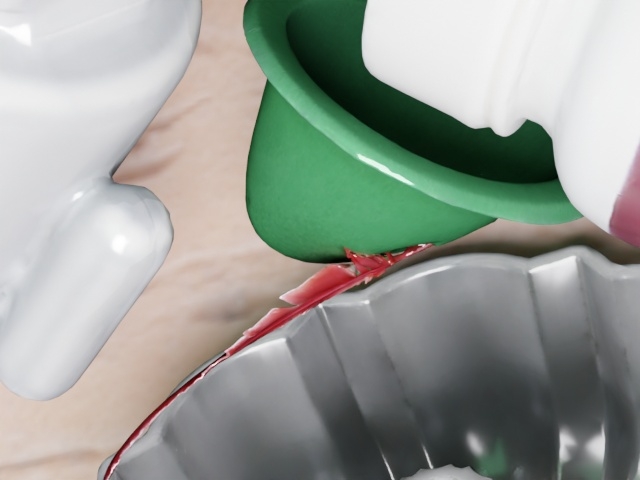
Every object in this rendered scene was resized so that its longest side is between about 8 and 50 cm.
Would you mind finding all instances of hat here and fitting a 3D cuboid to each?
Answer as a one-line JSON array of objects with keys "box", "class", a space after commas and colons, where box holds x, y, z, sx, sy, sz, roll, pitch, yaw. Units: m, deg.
[{"box": [0.000, 0.000, 0.876, 0.183, 0.208, 0.173, -60, 40, 28], "class": "hat"}]

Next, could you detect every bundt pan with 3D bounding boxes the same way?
[{"box": [0.061, 0.153, 0.778, 0.331, 0.331, 0.124, -11, 125, 14], "class": "bundt pan"}]

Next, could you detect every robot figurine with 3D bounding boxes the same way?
[{"box": [-0.186, -0.071, 0.852, 0.300, 0.200, 0.353, 52, 134, 13], "class": "robot figurine"}]

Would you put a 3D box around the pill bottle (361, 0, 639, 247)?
[{"box": [0.231, -0.070, 0.751, 0.392, 0.224, 0.224, 26, 93, 10], "class": "pill bottle"}]
